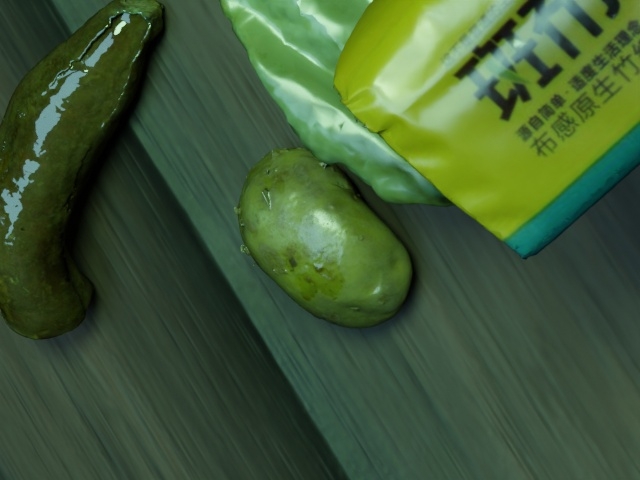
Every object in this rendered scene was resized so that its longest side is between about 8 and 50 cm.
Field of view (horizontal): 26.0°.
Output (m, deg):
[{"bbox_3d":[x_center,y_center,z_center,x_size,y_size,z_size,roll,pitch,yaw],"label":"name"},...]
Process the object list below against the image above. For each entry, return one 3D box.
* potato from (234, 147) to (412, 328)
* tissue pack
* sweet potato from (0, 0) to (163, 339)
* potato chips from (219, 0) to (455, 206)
[{"bbox_3d":[0.000,0.000,0.922,0.138,0.070,0.091,48,126,12],"label":"potato"},{"bbox_3d":[0.145,-0.140,0.610,0.134,0.192,0.271,43,112,-3],"label":"tissue pack"},{"bbox_3d":[-0.190,-0.058,1.035,0.112,0.085,0.286,21,109,-11],"label":"sweet potato"},{"bbox_3d":[0.092,-0.239,0.758,0.373,0.097,0.389,-28,85,20],"label":"potato chips"}]
